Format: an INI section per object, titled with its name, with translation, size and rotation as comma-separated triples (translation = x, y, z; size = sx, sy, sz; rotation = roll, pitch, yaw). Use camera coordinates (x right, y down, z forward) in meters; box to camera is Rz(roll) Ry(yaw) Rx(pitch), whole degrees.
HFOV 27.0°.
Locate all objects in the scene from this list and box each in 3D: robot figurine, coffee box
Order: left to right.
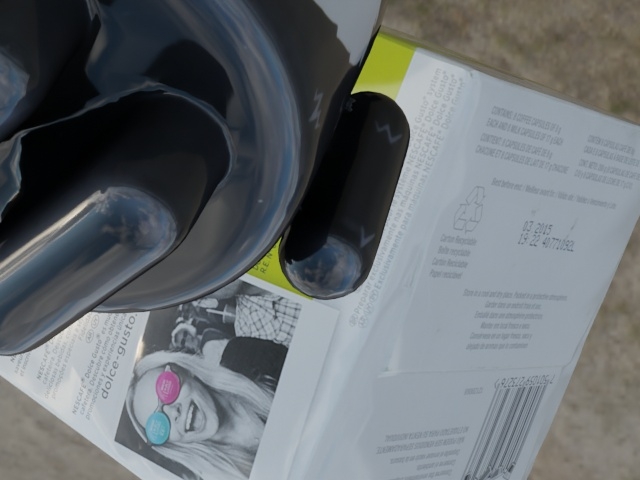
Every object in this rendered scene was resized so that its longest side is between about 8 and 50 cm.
[robot figurine]
translation = -0.065, -0.087, 0.486
size = 0.174, 0.278, 0.209
rotation = 4, 127, 14
[coffee box]
translation = 0.000, 0.000, 1.012
size = 0.334, 0.338, 0.338
rotation = 27, -169, 33
